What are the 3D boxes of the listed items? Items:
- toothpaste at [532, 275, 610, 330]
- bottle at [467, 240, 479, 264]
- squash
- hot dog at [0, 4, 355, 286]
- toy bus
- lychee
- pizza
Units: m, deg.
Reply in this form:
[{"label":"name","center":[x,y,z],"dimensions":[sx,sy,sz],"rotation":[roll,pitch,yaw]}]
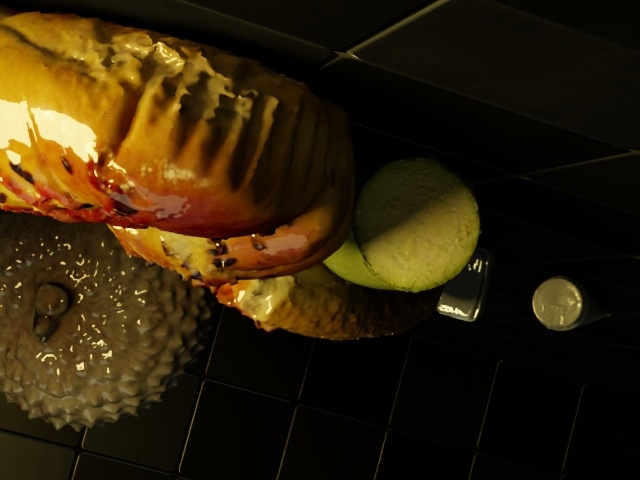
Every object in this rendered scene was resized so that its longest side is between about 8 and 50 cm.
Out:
[{"label":"toothpaste","center":[0.339,0.087,2.167],"dimensions":[0.114,0.073,0.299],"rotation":[13,-179,13]},{"label":"bottle","center":[0.117,-0.010,1.844],"dimensions":[0.140,0.053,0.053],"rotation":[18,173,-26]},{"label":"squash","center":[0.061,-0.018,1.585],"dimensions":[0.132,0.133,0.247],"rotation":[17,177,-14]},{"label":"hot dog","center":[-0.153,-0.074,1.345],"dimensions":[0.365,0.196,0.367],"rotation":[9,175,21]},{"label":"toy bus","center":[0.069,0.024,2.054],"dimensions":[0.329,0.109,0.136],"rotation":[13,-177,18]},{"label":"lychee","center":[-0.332,0.078,2.260],"dimensions":[0.380,0.380,0.432],"rotation":[15,-174,6]},{"label":"pizza","center":[-0.076,0.007,1.823],"dimensions":[0.406,0.130,0.440],"rotation":[28,-167,27]}]
